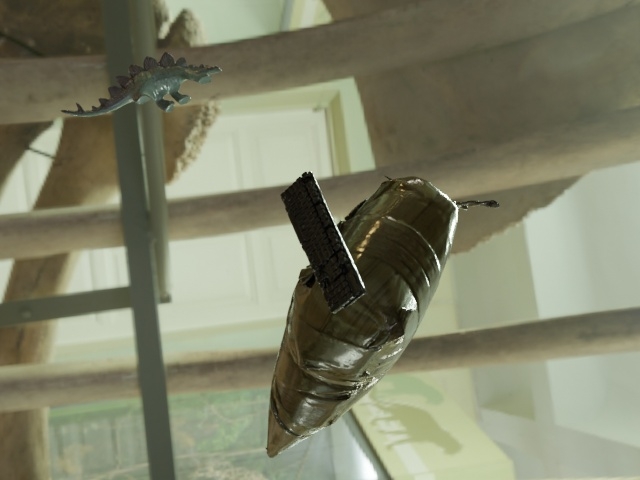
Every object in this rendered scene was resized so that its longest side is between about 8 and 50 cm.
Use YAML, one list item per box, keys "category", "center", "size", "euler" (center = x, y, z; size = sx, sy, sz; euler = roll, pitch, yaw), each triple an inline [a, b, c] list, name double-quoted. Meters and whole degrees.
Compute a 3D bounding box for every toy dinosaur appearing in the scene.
- category: "toy dinosaur"
  center: [-0.222, -0.188, 0.967]
  size: [0.082, 0.209, 0.039]
  euler: [49, -28, 34]

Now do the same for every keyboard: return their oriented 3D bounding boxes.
- category: "keyboard"
  center: [0.000, 0.000, 1.011]
  size: [0.018, 0.060, 0.195]
  euler: [17, 42, -52]

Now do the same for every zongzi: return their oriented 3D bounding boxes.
- category: "zongzi"
  center: [0.068, 0.115, 1.448]
  size: [0.500, 0.218, 0.467]
  euler: [-49, 174, -48]
